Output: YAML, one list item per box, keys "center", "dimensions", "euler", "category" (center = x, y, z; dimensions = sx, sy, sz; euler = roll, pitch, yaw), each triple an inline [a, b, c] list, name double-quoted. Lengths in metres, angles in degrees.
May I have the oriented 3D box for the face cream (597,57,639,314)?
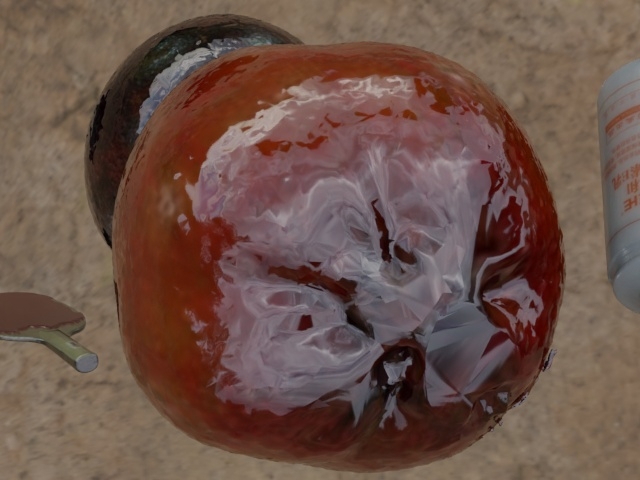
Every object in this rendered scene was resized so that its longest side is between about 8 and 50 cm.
- center: [0.236, 0.001, 0.899]
  dimensions: [0.101, 0.101, 0.252]
  euler: [17, 56, -19]
  category: "face cream"

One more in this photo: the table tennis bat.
- center: [-0.308, 0.094, 1.495]
  dimensions: [0.131, 0.234, 0.022]
  euler: [-6, 109, -38]
  category: "table tennis bat"

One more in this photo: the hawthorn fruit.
- center: [-0.002, 0.000, 0.870]
  dimensions: [0.295, 0.295, 0.311]
  euler: [-28, 46, -32]
  category: "hawthorn fruit"

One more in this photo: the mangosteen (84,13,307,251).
- center: [-0.079, -0.070, 1.282]
  dimensions: [0.288, 0.288, 0.288]
  euler: [5, 77, -22]
  category: "mangosteen"
